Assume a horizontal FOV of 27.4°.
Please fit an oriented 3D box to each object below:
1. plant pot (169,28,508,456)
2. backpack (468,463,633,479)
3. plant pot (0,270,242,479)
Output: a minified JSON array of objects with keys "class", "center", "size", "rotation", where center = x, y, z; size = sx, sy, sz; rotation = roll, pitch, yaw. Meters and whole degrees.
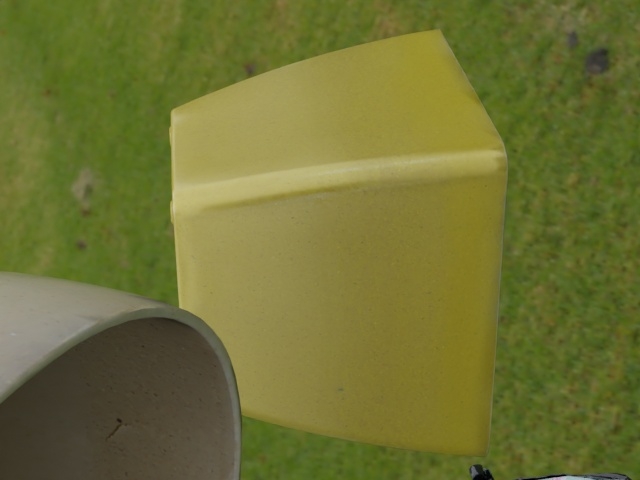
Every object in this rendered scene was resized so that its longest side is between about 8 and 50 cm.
[{"class":"plant pot","center":[0.000,0.000,0.841],"size":[0.212,0.187,0.212],"rotation":[-103,12,-61]},{"class":"backpack","center":[0.212,0.274,1.152],"size":[0.182,0.152,0.115],"rotation":[-17,34,37]},{"class":"plant pot","center":[-0.174,0.126,0.423],"size":[0.191,0.284,0.284],"rotation":[19,94,18]}]
